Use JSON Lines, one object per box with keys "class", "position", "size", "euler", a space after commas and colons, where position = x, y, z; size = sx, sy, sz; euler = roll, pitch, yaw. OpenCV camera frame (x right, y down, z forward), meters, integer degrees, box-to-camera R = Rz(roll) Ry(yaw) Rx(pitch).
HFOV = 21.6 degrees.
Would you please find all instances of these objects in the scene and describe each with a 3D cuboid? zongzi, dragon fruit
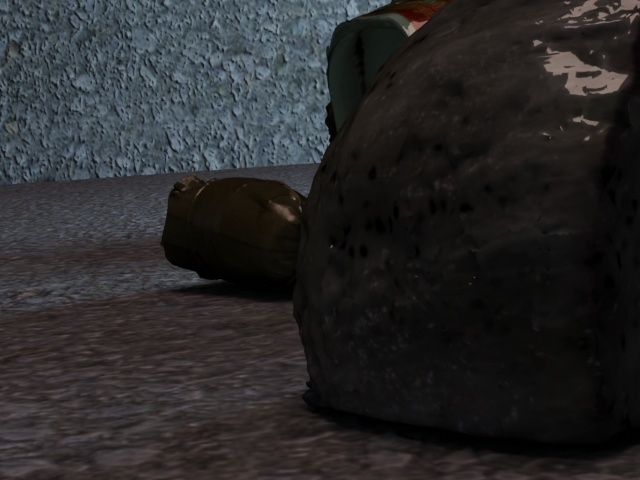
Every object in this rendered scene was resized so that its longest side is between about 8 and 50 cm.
{"class": "zongzi", "position": [0.000, 0.000, 1.259], "size": [0.178, 0.081, 0.189], "euler": [4, 5, -41]}
{"class": "dragon fruit", "position": [0.106, -0.030, 0.798], "size": [0.221, 0.204, 0.283], "euler": [0, 6, 38]}

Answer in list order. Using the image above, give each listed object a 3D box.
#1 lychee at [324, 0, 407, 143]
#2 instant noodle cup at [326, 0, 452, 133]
{"class": "lychee", "position": [0.130, -0.143, 1.658], "size": [0.255, 0.274, 0.255], "euler": [6, -14, 1]}
{"class": "instant noodle cup", "position": [0.186, -0.102, 1.301], "size": [0.307, 0.294, 0.294], "euler": [-14, 9, -18]}
